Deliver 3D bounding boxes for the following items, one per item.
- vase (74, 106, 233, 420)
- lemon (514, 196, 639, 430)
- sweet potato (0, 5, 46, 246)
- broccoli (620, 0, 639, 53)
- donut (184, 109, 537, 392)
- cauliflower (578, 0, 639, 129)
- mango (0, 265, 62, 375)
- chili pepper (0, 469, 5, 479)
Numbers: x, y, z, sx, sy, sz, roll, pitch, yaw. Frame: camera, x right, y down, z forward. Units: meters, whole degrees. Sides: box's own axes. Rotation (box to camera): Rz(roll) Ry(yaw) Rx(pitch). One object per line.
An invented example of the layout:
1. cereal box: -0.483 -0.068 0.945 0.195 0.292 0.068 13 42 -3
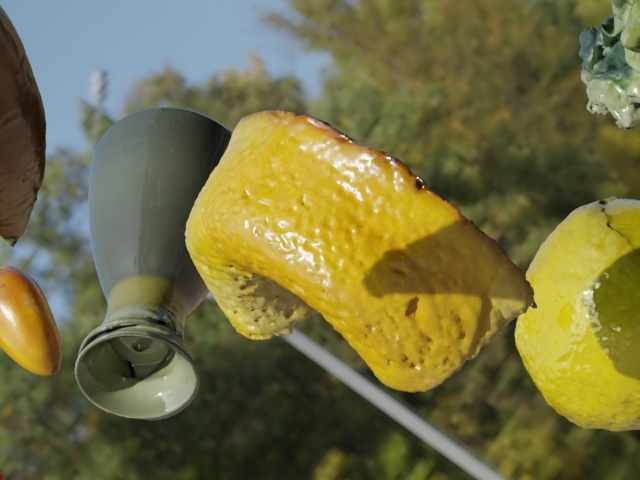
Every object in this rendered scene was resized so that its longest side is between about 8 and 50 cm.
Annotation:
1. vase: -0.164 0.023 1.964 0.321 0.173 0.173 -84 18 -50
2. lemon: 0.246 0.059 1.590 0.180 0.180 0.193 -48 -5 -34
3. sweet potato: -0.151 -0.068 0.864 0.057 0.057 0.264 -50 -17 -25
4. broccoli: 0.252 -0.165 1.248 0.138 0.146 0.162 -42 12 41
5. donut: -0.005 -0.004 1.203 0.101 0.152 0.259 -47 29 -18
6. cauliflower: 0.290 -0.147 1.425 0.315 0.256 0.239 -1 -84 -49
7. mango: -0.207 0.058 1.374 0.046 0.089 0.060 -28 -19 -24
8. chili pepper: -0.242 0.115 1.053 0.063 0.272 0.071 -36 -36 -47
